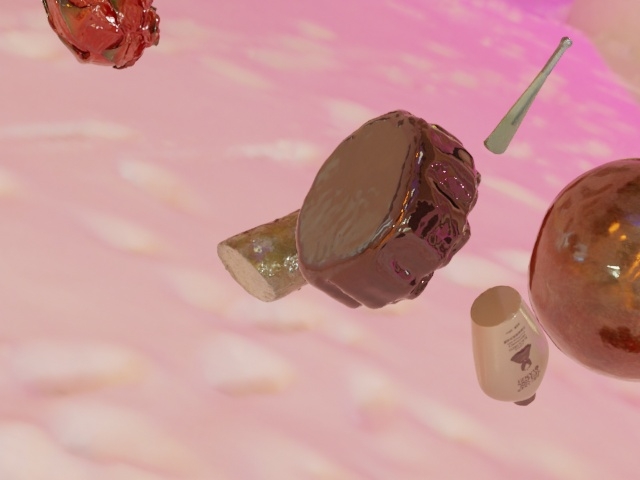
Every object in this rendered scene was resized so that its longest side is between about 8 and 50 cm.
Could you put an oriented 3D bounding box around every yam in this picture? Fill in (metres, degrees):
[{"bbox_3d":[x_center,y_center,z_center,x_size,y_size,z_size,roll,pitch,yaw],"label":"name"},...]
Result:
[{"bbox_3d":[0.000,0.000,2.202,0.330,0.133,0.133,-23,39,-16],"label":"yam"}]

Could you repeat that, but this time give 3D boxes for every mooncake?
[{"bbox_3d":[0.094,-0.037,1.811,0.141,0.283,0.283,32,16,-28],"label":"mooncake"}]

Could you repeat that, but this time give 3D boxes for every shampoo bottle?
[{"bbox_3d":[0.286,0.171,1.977,0.078,0.127,0.257,43,-14,37],"label":"shampoo bottle"}]

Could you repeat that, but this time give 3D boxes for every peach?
[{"bbox_3d":[0.350,0.032,1.422,0.252,0.252,0.252,19,22,-8],"label":"peach"}]

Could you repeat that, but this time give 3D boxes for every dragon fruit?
[{"bbox_3d":[-0.233,-0.252,1.398,0.142,0.130,0.121,36,19,6],"label":"dragon fruit"}]

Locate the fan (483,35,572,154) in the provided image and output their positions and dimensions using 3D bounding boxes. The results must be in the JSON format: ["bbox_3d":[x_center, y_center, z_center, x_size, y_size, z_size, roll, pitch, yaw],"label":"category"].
[{"bbox_3d":[0.294,-0.204,1.844,0.038,0.193,0.016,23,18,-32],"label":"fan"}]
